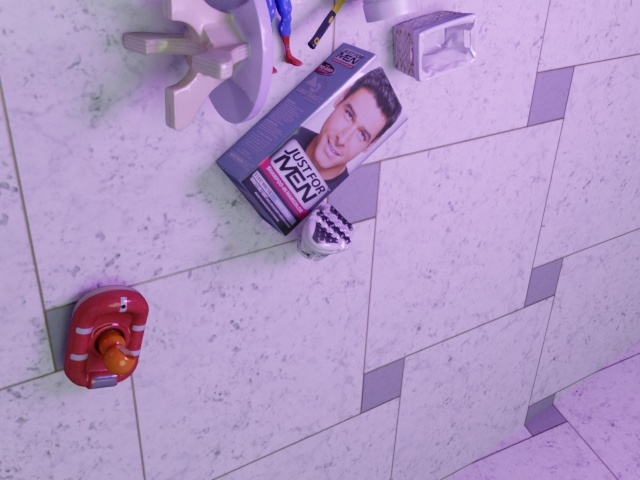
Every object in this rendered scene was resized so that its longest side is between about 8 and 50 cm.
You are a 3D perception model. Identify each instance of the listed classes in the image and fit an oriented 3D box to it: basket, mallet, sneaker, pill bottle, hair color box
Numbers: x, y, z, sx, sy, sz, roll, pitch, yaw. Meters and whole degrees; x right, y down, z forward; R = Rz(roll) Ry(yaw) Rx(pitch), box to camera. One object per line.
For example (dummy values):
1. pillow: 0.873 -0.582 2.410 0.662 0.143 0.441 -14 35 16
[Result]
1. basket: 0.248 -0.430 1.527 0.167 0.103 0.113 -24 128 -25
2. mallet: 0.024 -0.455 1.358 0.190 0.039 0.062 -54 132 -22
3. sneaker: 0.000 0.000 1.511 0.118 0.110 0.292 -43 178 10
4. pill bottle: 0.112 -0.535 1.308 0.131 0.131 0.229 -23 111 -24
5. hair color box: -0.010 -0.210 1.456 0.374 0.113 0.185 -45 133 -8

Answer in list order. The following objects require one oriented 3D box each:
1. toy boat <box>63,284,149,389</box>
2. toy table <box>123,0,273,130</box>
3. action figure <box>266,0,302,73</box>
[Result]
1. toy boat: -0.409 0.206 1.376 0.151 0.151 0.231 0 115 -37
2. toy table: -0.194 -0.320 1.183 0.161 0.252 0.274 -26 119 -42
3. action figure: -0.064 -0.442 1.269 0.091 0.139 0.280 -24 125 -25
